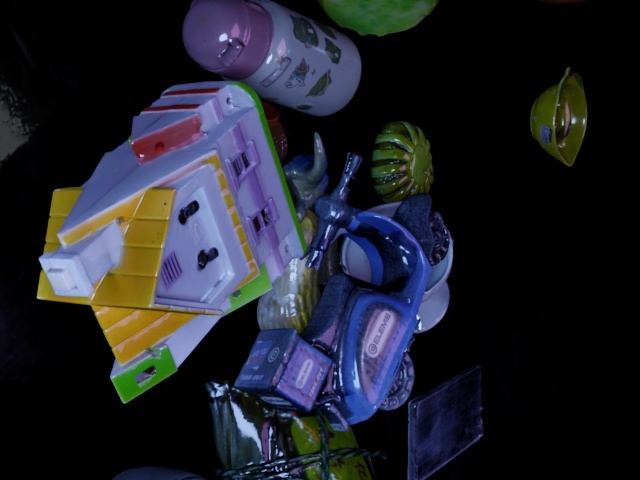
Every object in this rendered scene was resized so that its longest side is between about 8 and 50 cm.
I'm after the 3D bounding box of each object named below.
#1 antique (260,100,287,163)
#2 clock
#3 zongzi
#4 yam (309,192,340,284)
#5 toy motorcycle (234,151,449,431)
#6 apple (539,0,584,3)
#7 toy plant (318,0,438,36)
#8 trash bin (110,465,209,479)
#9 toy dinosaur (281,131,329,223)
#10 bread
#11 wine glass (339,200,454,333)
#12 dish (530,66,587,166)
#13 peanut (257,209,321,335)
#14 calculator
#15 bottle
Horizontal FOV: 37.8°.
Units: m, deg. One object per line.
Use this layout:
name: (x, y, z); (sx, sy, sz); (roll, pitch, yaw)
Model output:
antique: (-0.090, -0.120, 1.154); (0.104, 0.104, 0.104); (-12, 105, -53)
clock: (-0.173, -0.001, 1.007); (0.309, 0.166, 0.235); (-52, 134, -46)
zongzi: (0.008, 0.341, 1.266); (0.362, 0.319, 0.383); (-8, 83, -51)
yam: (0.000, 0.000, 1.335); (0.054, 0.054, 0.132); (-27, 117, -49)
toy motorcycle: (0.047, 0.065, 1.188); (0.213, 0.125, 0.358); (37, 63, -27)
apple: (0.405, -0.567, 1.553); (0.277, 0.349, 0.348); (7, 90, -62)
toy plant: (0.079, -0.466, 1.303); (0.224, 0.184, 0.315); (36, 50, -55)
trash bin: (-0.190, 0.379, 1.061); (0.177, 0.101, 0.236); (36, 59, -64)
toy dinosaur: (-0.011, -0.098, 1.183); (0.075, 0.247, 0.188); (40, 55, -2)
bread: (0.134, -0.119, 1.485); (0.130, 0.071, 0.139); (3, 92, -50)
wine glass: (0.125, 0.048, 1.397); (0.196, 0.165, 0.165); (59, 48, -64)
dish: (0.485, -0.256, 1.933); (0.149, 0.080, 0.207); (-25, 116, -45)
peanut: (-0.040, 0.055, 1.260); (0.087, 0.087, 0.206); (3, 91, -54)
calculator: (0.237, 0.336, 1.737); (0.262, 0.021, 0.161); (-14, 106, -53)
bottle: (-0.063, -0.235, 1.156); (0.253, 0.120, 0.120); (11, 87, -53)
